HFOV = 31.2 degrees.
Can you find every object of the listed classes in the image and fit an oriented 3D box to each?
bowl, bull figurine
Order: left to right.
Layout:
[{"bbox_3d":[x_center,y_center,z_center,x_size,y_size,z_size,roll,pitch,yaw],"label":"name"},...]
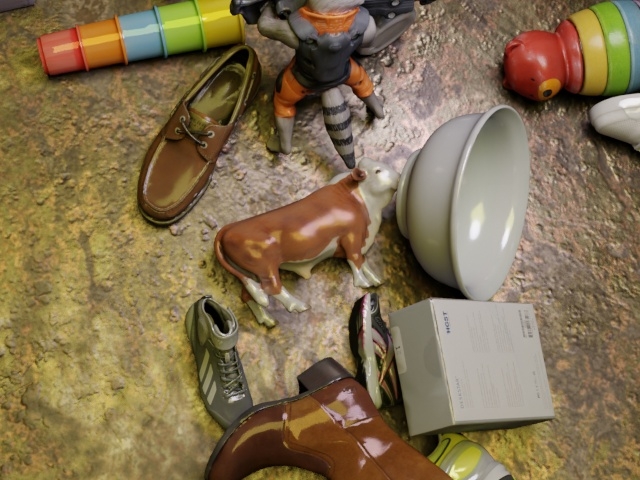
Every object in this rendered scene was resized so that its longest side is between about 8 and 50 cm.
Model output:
[{"bbox_3d":[0.000,0.000,1.727,0.310,0.101,0.188,-21,83,-6],"label":"bull figurine"},{"bbox_3d":[0.202,-0.062,1.715,0.134,0.298,0.298,10,71,28],"label":"bowl"}]

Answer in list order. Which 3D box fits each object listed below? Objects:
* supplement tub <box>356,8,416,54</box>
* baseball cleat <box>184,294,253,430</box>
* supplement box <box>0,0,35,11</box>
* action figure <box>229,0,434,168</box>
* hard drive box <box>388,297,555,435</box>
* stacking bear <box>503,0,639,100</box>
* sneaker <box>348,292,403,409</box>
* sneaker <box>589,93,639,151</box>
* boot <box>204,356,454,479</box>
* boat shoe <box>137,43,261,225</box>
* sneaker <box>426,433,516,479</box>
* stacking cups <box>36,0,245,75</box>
[{"bbox_3d":[0.057,-0.403,1.838,0.117,0.117,0.190,-33,82,-15],"label":"supplement tub"},{"bbox_3d":[-0.143,0.180,1.657,0.072,0.109,0.206,-20,81,-27],"label":"baseball cleat"},{"bbox_3d":[-0.542,-0.476,1.795,0.130,0.073,0.239,-16,77,-11],"label":"supplement box"},{"bbox_3d":[0.052,-0.279,1.689,0.341,0.330,0.178,-13,54,-6],"label":"action figure"},{"bbox_3d":[0.222,0.183,1.660,0.232,0.089,0.181,6,68,-42],"label":"hard drive box"},{"bbox_3d":[0.439,-0.299,1.849,0.289,0.175,0.164,-10,61,-2],"label":"stacking bear"},{"bbox_3d":[0.091,0.167,1.724,0.077,0.072,0.178,-2,85,-18],"label":"sneaker"},{"bbox_3d":[0.580,-0.138,1.847,0.292,0.108,0.169,5,71,-8],"label":"sneaker"},{"bbox_3d":[0.010,0.336,1.599,0.264,0.096,0.280,-32,59,-20],"label":"boot"},{"bbox_3d":[-0.191,-0.170,1.746,0.111,0.104,0.307,26,73,-1],"label":"boat shoe"},{"bbox_3d":[0.094,0.420,1.635,0.384,0.145,0.147,-31,52,-13],"label":"sneaker"},{"bbox_3d":[-0.281,-0.324,1.790,0.316,0.096,0.096,-11,77,-7],"label":"stacking cups"}]
